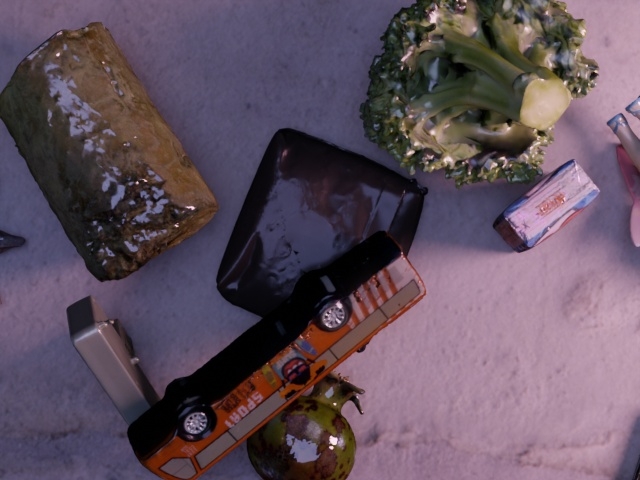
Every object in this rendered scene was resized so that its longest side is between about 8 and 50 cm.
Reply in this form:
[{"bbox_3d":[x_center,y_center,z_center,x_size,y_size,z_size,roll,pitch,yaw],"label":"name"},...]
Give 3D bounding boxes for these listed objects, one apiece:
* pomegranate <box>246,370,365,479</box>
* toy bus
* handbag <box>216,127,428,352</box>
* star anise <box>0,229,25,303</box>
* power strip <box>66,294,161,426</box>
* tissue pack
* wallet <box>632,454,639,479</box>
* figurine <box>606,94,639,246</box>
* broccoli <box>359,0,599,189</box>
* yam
[{"bbox_3d":[-0.008,0.246,1.816,0.169,0.148,0.148,-43,86,-5],"label":"pomegranate"},{"bbox_3d":[-0.055,0.145,1.770,0.409,0.093,0.092,-38,121,-1],"label":"toy bus"},{"bbox_3d":[0.000,0.000,1.854,0.223,0.080,0.246,22,90,4],"label":"handbag"},{"bbox_3d":[-0.480,0.005,1.892,0.172,0.063,0.208,24,89,3],"label":"star anise"},{"bbox_3d":[-0.252,0.155,1.832,0.061,0.145,0.215,-27,123,-1],"label":"power strip"},{"bbox_3d":[0.281,-0.039,1.801,0.115,0.155,0.065,-39,87,0],"label":"tissue pack"},{"bbox_3d":[0.455,0.308,1.837,0.110,0.031,0.198,19,88,5],"label":"wallet"},{"bbox_3d":[0.475,-0.077,1.810,0.205,0.103,0.260,-39,81,26],"label":"figurine"},{"bbox_3d":[0.204,-0.191,1.786,0.260,0.235,0.288,36,94,29],"label":"broccoli"},{"bbox_3d":[-0.272,-0.104,1.819,0.195,0.195,0.300,-32,85,2],"label":"yam"}]
